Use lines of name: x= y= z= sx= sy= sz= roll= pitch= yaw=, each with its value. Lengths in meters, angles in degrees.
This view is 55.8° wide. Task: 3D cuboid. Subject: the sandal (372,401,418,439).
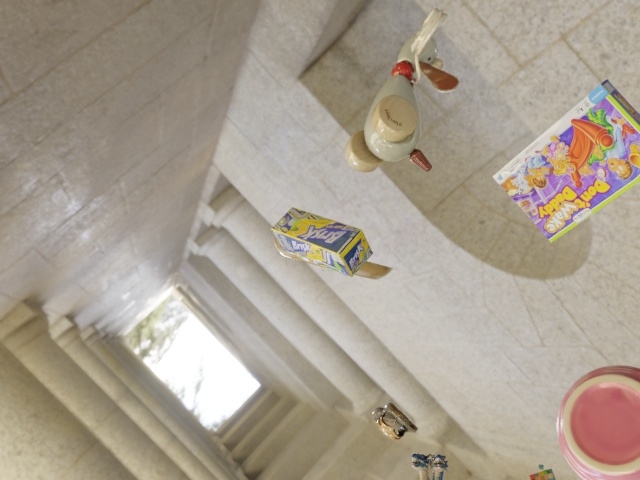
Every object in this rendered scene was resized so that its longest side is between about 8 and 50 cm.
sandal: x=0.158 y=0.419 z=1.384 sx=0.060 sy=0.090 sz=0.219 roll=-48 pitch=179 yaw=-20

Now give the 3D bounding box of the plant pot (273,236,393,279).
plant pot: x=0.020 y=0.036 z=1.146 sx=0.236 sy=0.236 sz=0.033 roll=179 pitch=-74 yaw=-85

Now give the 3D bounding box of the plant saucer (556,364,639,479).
plant saucer: x=0.761 y=0.478 z=1.553 sx=0.332 sy=0.084 sz=0.332 roll=-28 pitch=-133 yaw=35

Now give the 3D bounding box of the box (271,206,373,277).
box: x=0.000 y=0.000 z=0.962 sx=0.168 sy=0.054 sz=0.059 roll=21 pitch=-121 yaw=45

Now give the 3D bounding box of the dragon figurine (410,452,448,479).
dragon figurine: x=0.259 y=0.575 z=1.338 sx=0.085 sy=0.289 sz=0.144 roll=0 pitch=-131 yaw=30

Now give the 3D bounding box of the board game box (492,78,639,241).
board game box: x=0.640 y=-0.189 z=1.502 sx=0.078 sy=0.233 sz=0.347 roll=-33 pitch=170 yaw=-49

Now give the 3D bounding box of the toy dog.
toy dog: x=0.189 y=-0.262 z=1.193 sx=0.334 sy=0.160 sz=0.220 roll=-59 pitch=-171 yaw=-8

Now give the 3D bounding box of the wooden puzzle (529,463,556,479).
wooden puzzle: x=0.470 y=0.510 z=1.267 sx=0.049 sy=0.006 sz=0.083 roll=-29 pitch=-140 yaw=19
